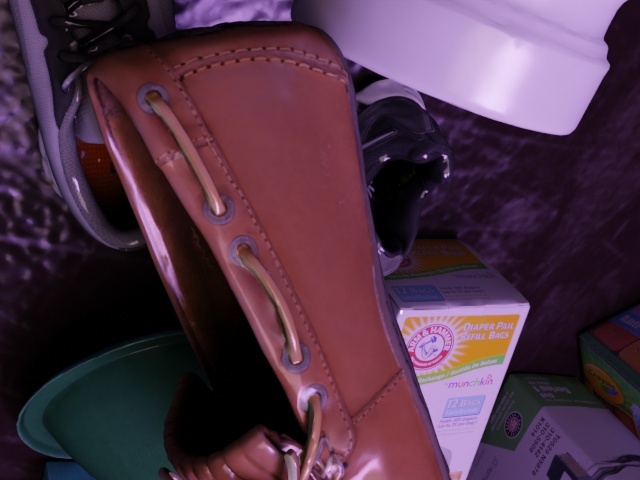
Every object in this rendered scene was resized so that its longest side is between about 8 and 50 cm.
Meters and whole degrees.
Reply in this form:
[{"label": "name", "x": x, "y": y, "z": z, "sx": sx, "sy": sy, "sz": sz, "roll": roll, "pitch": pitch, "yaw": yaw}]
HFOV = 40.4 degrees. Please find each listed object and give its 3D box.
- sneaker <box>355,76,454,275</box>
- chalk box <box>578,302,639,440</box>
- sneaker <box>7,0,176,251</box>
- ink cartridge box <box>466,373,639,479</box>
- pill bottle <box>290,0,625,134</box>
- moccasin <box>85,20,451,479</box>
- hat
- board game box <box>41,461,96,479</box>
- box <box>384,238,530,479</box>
[{"label": "sneaker", "x": 0.000, "y": 0.000, "z": 0.577, "sx": 0.234, "sy": 0.106, "sz": 0.078, "roll": -48, "pitch": 125, "yaw": 7}, {"label": "chalk box", "x": 0.364, "y": 0.151, "z": 0.791, "sx": 0.179, "sy": 0.180, "sz": 0.289, "roll": -26, "pitch": 125, "yaw": -9}, {"label": "sneaker", "x": -0.114, "y": -0.118, "z": 0.456, "sx": 0.100, "sy": 0.108, "sz": 0.271, "roll": -14, "pitch": 122, "yaw": -15}, {"label": "ink cartridge box", "x": 0.223, "y": 0.244, "z": 0.752, "sx": 0.092, "sy": 0.219, "sz": 0.160, "roll": 10, "pitch": 113, "yaw": -30}, {"label": "pill bottle", "x": 0.128, "y": -0.251, "z": 0.424, "sx": 0.210, "sy": 0.210, "sz": 0.363, "roll": 10, "pitch": 113, "yaw": -29}, {"label": "moccasin", "x": -0.023, "y": 0.087, "z": 0.431, "sx": 0.147, "sy": 0.139, "sz": 0.380, "roll": -20, "pitch": 108, "yaw": -30}, {"label": "hat", "x": -0.081, "y": 0.173, "z": 0.555, "sx": 0.208, "sy": 0.183, "sz": 0.173, "roll": -33, "pitch": 147, "yaw": 20}, {"label": "board game box", "x": -0.127, "y": 0.251, "z": 0.701, "sx": 0.210, "sy": 0.047, "sz": 0.160, "roll": 7, "pitch": 116, "yaw": -29}, {"label": "box", "x": 0.060, "y": 0.108, "z": 0.669, "sx": 0.114, "sy": 0.103, "sz": 0.203, "roll": 1, "pitch": 117, "yaw": -26}]
